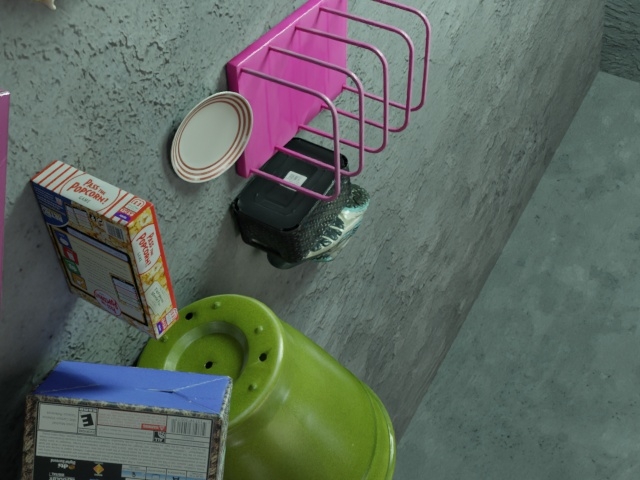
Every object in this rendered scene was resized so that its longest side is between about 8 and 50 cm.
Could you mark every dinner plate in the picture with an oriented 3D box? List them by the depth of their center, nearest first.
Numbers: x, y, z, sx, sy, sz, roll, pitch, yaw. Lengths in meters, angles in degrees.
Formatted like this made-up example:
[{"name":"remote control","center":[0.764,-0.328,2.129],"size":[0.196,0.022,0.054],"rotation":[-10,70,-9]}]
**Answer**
[{"name":"dinner plate","center":[-0.152,-0.144,1.215],"size":[0.141,0.017,0.141],"rotation":[-34,144,-29]}]

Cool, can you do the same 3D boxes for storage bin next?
[{"name":"storage bin","center":[-0.042,-0.067,1.410],"size":[0.180,0.122,0.084],"rotation":[-53,153,-28]}]

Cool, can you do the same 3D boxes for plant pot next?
[{"name":"plant pot","center":[-0.106,0.274,1.366],"size":[0.366,0.366,0.353],"rotation":[-56,143,-22]}]

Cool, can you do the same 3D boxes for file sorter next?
[{"name":"file sorter","center":[0.024,-0.224,1.331],"size":[0.290,0.182,0.202],"rotation":[-47,149,-37]}]

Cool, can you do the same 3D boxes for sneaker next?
[{"name":"sneaker","center":[0.000,0.000,1.581],"size":[0.283,0.110,0.122],"rotation":[-36,146,-49]}]

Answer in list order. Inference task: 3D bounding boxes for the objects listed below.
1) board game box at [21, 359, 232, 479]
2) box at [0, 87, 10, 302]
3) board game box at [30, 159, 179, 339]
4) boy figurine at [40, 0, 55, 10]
[{"name":"board game box","center":[-0.242,0.318,1.105],"size":[0.141,0.232,0.291],"rotation":[-92,-171,-80]},{"name":"box","center":[-0.355,-0.034,0.636],"size":[0.117,0.243,0.213],"rotation":[-28,136,-55]},{"name":"board game box","center":[-0.248,0.014,1.026],"size":[0.045,0.147,0.193],"rotation":[-48,151,-35]},{"name":"boy figurine","center":[-0.252,-0.300,0.800],"size":[0.285,0.092,0.177],"rotation":[-20,130,-58]}]
